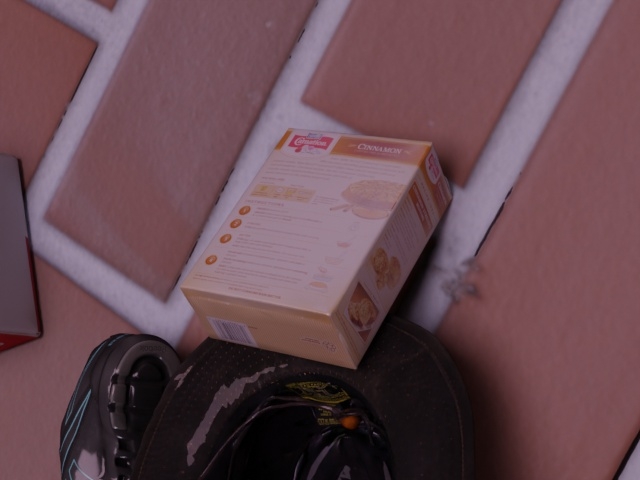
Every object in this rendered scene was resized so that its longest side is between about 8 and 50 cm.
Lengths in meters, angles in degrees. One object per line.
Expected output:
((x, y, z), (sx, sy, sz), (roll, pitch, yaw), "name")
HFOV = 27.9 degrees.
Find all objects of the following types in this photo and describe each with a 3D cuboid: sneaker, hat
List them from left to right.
((-0.186, 0.212, 1.164), (0.106, 0.101, 0.267), (10, 87, 54), "sneaker")
((-0.004, 0.217, 1.011), (0.331, 0.134, 0.331), (-13, 57, 20), "hat")

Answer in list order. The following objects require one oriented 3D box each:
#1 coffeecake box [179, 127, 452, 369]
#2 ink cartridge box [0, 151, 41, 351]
((0.000, 0.000, 1.032), (0.142, 0.068, 0.185), (9, 52, 33), "coffeecake box")
((-0.433, 0.037, 1.317), (0.273, 0.114, 0.197), (-20, 72, 28), "ink cartridge box")
